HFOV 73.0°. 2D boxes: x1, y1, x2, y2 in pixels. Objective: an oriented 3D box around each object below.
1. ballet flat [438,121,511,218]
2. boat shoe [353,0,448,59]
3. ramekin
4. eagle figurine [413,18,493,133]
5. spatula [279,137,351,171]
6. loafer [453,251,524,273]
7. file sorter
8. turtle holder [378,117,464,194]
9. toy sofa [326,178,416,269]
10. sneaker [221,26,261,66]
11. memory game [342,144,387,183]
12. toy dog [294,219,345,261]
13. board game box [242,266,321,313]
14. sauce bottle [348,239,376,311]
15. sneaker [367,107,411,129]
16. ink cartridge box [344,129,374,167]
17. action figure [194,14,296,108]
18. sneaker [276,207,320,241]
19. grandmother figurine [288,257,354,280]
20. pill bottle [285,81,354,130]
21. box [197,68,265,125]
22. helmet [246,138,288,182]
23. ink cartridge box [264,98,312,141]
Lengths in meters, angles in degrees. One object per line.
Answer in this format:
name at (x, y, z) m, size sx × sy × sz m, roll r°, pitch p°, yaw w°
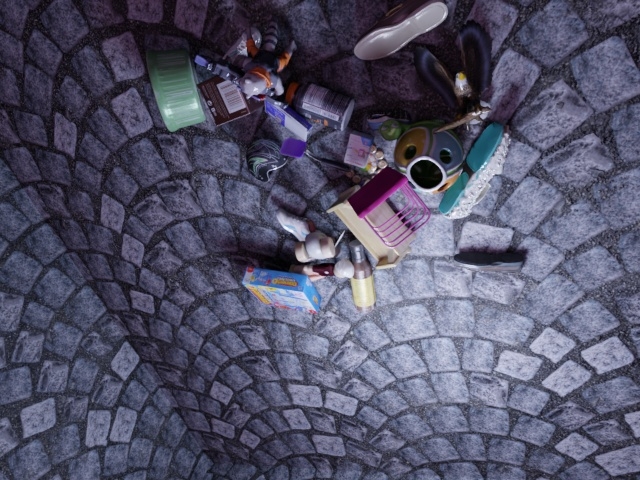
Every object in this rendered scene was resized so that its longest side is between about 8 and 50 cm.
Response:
ballet flat at (0.582, -0.244, 1.583) m, size 0.147 × 0.147 × 0.409 m, roll 29°, pitch 128°, yaw 3°
boat shoe at (0.255, -0.713, 1.429) m, size 0.324 × 0.097 × 0.116 m, roll -19°, pitch 152°, yaw 32°
ramekin at (-0.551, -0.589, 1.682) m, size 0.148 × 0.303 × 0.303 m, roll -13°, pitch 118°, yaw -7°
eagle figurine at (0.461, -0.531, 1.429) m, size 0.226 × 0.225 × 0.298 m, roll -10°, pitch 78°, yaw -14°
spatula at (-0.014, -0.337, 1.745) m, size 0.296 × 0.084 × 0.030 m, roll 20°, pitch 160°, yaw -8°
loafer at (0.679, 0.103, 1.756) m, size 0.267 × 0.096 × 0.084 m, roll 0°, pitch 125°, yaw 18°
file sorter at (0.245, -0.119, 1.555) m, size 0.202 × 0.291 × 0.182 m, roll -40°, pitch 105°, yaw 8°
turtle holder at (0.370, -0.311, 1.531) m, size 0.243 × 0.227 × 0.320 m, roll -12°, pitch 119°, yaw 25°
toy sofa at (0.217, -0.065, 1.807) m, size 0.362 × 0.177 × 0.150 m, roll 48°, pitch 155°, yaw -11°
sneaker at (-0.310, -0.716, 1.640) m, size 0.212 × 0.094 × 0.080 m, roll -34°, pitch 102°, yaw 32°
memory game at (0.178, -0.307, 1.748) m, size 0.186 × 0.012 × 0.186 m, roll 9°, pitch 122°, yaw 16°
toy dog at (0.000, 0.000, 1.834) m, size 0.220 × 0.334 × 0.161 m, roll -6°, pitch 86°, yaw -2°
board game box at (-0.177, 0.241, 2.069) m, size 0.302 × 0.086 × 0.308 m, roll 6°, pitch 154°, yaw 17°
sauce bottle at (0.186, 0.159, 1.964) m, size 0.111 × 0.111 × 0.344 m, roll 1°, pitch 117°, yaw 20°
sneaker at (0.259, -0.445, 1.618) m, size 0.162 × 0.063 × 0.073 m, roll 2°, pitch 142°, yaw 18°
ink cartridge box at (0.150, -0.355, 1.690) m, size 0.088 × 0.052 × 0.122 m, roll 18°, pitch 125°, yaw 9°
action figure at (-0.235, -0.621, 1.476) m, size 0.341 × 0.330 × 0.178 m, roll 18°, pitch 144°, yaw -20°
sneaker at (-0.101, -0.075, 1.953) m, size 0.228 × 0.087 × 0.092 m, roll 40°, pitch 118°, yaw -14°
grandmother figurine at (0.019, 0.136, 1.952) m, size 0.342 × 0.208 × 0.104 m, roll -8°, pitch 91°, yaw 47°
pill bottle at (-0.006, -0.513, 1.624) m, size 0.245 × 0.130 × 0.130 m, roll 23°, pitch 124°, yaw 7°
box at (-0.328, -0.566, 1.669) m, size 0.167 × 0.203 × 0.168 m, roll -12°, pitch 113°, yaw 26°
helmet at (-0.223, -0.341, 1.789) m, size 0.169 × 0.169 × 0.161 m, roll 30°, pitch 142°, yaw 1°
ink cartridge box at (-0.123, -0.476, 1.658) m, size 0.206 × 0.208 × 0.045 m, roll 38°, pitch 88°, yaw -4°
